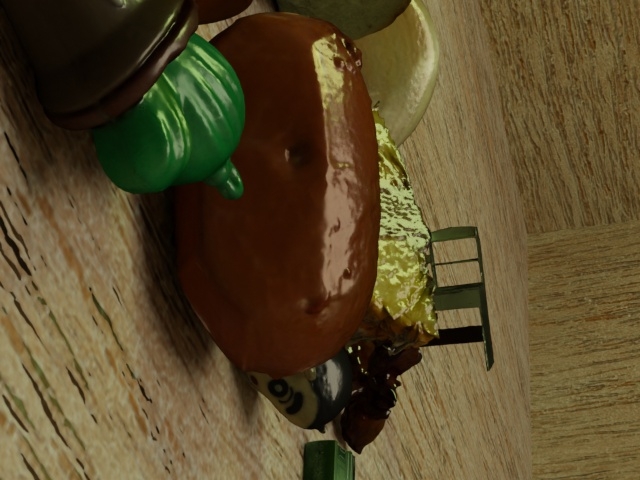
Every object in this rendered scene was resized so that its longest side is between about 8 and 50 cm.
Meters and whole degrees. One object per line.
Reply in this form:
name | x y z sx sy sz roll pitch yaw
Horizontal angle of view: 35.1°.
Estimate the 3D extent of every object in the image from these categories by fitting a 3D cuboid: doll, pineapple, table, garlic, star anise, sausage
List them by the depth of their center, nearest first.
sausage | -0.032 -0.033 0.747 0.141 0.153 0.268 69 19 -80
doll | -0.026 0.076 0.847 0.179 0.088 0.102 70 -24 15
pineapple | 0.002 0.006 0.982 0.164 0.140 0.250 -7 71 -33
star anise | 0.022 0.148 1.049 0.140 0.144 0.158 -9 -102 62
garlic | 0.061 -0.210 1.223 0.164 0.145 0.245 -4 88 -41
table | 0.130 0.076 1.252 0.062 0.146 0.175 -14 96 -73

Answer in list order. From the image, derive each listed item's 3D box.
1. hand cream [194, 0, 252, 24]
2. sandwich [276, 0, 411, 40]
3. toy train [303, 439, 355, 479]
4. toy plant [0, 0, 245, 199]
hand cream | -0.108 -0.320 0.734 0.139 0.089 0.314 8 74 -45
sandwich | -0.024 -0.294 0.954 0.254 0.288 0.100 -21 -117 62
toy train | 0.008 0.237 0.969 0.056 0.038 0.093 55 32 -53
toy plant | -0.104 -0.089 0.593 0.200 0.105 0.143 52 19 -26
